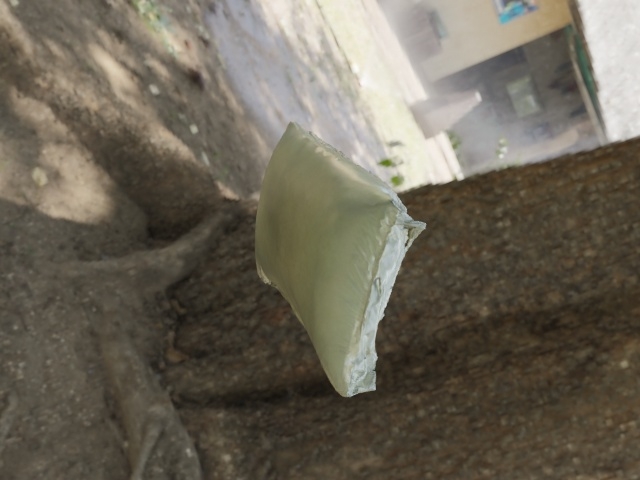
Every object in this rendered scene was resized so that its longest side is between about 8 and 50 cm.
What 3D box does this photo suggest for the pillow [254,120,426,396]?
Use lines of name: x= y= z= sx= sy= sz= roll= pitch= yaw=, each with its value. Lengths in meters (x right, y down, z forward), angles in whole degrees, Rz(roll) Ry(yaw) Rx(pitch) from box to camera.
pillow: x=0.000 y=0.000 z=0.538 sx=0.208 sy=0.053 sz=0.119 roll=-136 pitch=-131 yaw=-66
